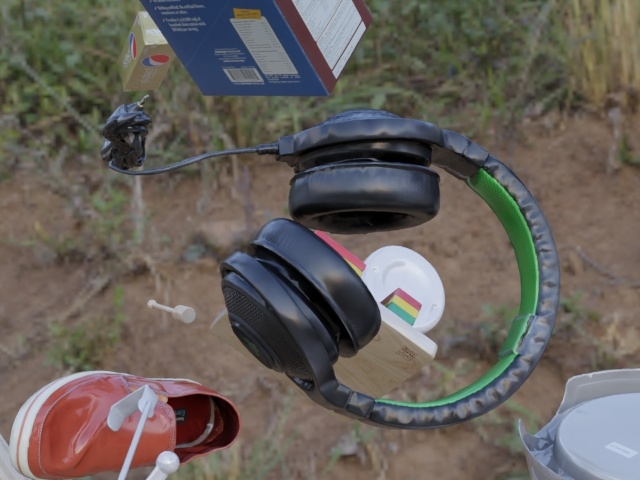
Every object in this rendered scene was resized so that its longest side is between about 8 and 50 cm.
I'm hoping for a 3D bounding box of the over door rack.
[{"bbox_3d":[-0.111,0.292,1.161,0.108,0.239,0.324,-36,19,9],"label":"over door rack"}]

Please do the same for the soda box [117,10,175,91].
[{"bbox_3d":[-0.270,-0.296,1.839,0.061,0.058,0.181,-8,-14,-22],"label":"soda box"}]

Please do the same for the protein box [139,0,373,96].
[{"bbox_3d":[-0.083,-0.288,1.385,0.200,0.136,0.201,5,-36,35],"label":"protein box"}]

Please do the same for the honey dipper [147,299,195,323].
[{"bbox_3d":[-0.281,0.130,2.181,0.030,0.030,0.161,-4,6,-32],"label":"honey dipper"}]

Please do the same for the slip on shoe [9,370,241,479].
[{"bbox_3d":[-0.217,0.215,1.356,0.101,0.123,0.331,5,-1,37],"label":"slip on shoe"}]

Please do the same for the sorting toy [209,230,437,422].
[{"bbox_3d":[0.010,0.120,1.714,0.257,0.089,0.255,36,-42,-9],"label":"sorting toy"}]

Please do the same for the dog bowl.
[{"bbox_3d":[0.426,0.282,1.489,0.349,0.102,0.349,-4,19,1],"label":"dog bowl"}]

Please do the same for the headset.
[{"bbox_3d":[0.000,0.000,0.965,0.394,0.243,0.185,29,-15,-7],"label":"headset"}]

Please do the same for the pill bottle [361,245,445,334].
[{"bbox_3d":[0.072,0.129,1.916,0.152,0.152,0.272,-4,-23,-31],"label":"pill bottle"}]

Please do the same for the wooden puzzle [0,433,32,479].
[{"bbox_3d":[-0.558,0.361,1.647,0.080,0.322,0.348,-19,-25,-52],"label":"wooden puzzle"}]
